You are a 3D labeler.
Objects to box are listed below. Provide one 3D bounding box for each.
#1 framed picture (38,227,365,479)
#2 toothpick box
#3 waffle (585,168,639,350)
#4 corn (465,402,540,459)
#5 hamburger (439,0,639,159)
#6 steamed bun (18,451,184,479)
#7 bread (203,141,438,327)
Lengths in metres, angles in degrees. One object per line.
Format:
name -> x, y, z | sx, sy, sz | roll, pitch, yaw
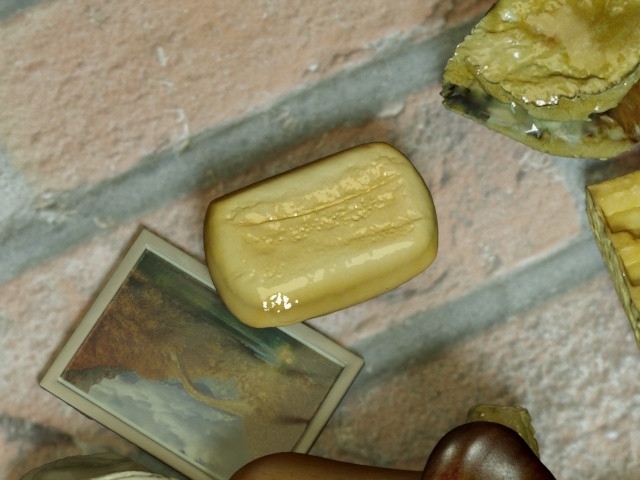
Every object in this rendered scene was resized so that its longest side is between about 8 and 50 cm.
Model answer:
framed picture -> -0.111, 0.124, 1.649 | 0.250, 0.016, 0.184 | 32, 76, 9
toothpick box -> 0.062, 0.250, 1.483 | 0.294, 0.192, 0.192 | -6, 71, 31
waffle -> 0.361, 0.049, 1.626 | 0.168, 0.057, 0.274 | -15, 61, -6
corn -> 0.165, 0.285, 1.571 | 0.087, 0.086, 0.288 | -2, 71, -1
hamburger -> 0.266, -0.205, 1.685 | 0.211, 0.132, 0.309 | 33, 77, 8
steamed bun -> -0.177, 0.286, 1.535 | 0.211, 0.144, 0.218 | -1, 75, -1
bread -> 0.000, 0.000, 1.642 | 0.217, 0.098, 0.147 | -16, 71, -10
